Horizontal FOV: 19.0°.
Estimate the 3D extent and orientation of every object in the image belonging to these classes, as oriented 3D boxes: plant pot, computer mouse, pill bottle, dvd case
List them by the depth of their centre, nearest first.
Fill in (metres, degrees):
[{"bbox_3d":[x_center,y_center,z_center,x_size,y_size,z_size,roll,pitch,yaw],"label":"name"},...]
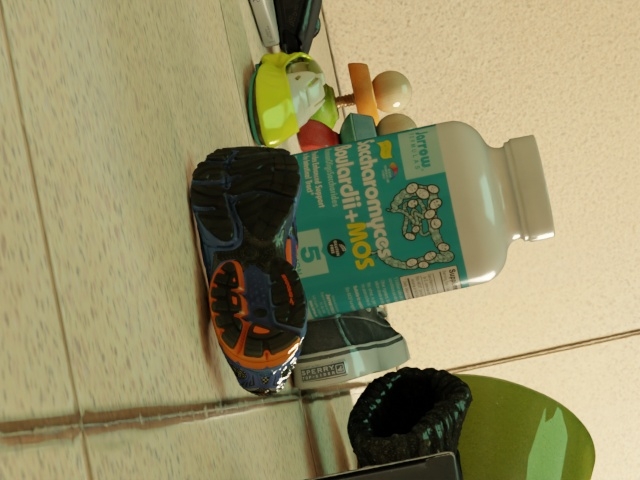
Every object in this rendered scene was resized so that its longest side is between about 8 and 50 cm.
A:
[{"bbox_3d":[0.065,-0.021,1.659,0.146,0.264,0.146,-12,90,-86],"label":"pill bottle"},{"bbox_3d":[0.156,0.345,2.112,0.274,0.275,0.293,74,21,-47],"label":"plant pot"},{"bbox_3d":[-0.091,-0.371,2.229,0.253,0.022,0.180,72,8,-55],"label":"dvd case"},{"bbox_3d":[-0.024,-0.303,2.393,0.188,0.072,0.272,123,-41,-88],"label":"computer mouse"}]

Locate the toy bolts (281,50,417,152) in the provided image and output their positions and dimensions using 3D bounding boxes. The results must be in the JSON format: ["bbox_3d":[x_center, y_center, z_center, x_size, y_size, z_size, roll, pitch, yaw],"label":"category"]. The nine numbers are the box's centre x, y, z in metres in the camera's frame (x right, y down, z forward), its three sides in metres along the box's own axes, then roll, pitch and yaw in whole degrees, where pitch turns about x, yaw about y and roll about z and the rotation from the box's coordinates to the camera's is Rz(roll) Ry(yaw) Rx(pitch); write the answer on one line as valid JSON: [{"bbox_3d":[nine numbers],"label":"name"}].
[{"bbox_3d":[0.044,-0.194,2.594,0.228,0.158,0.218,-98,174,-45],"label":"toy bolts"}]

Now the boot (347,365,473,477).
[{"bbox_3d":[0.095,0.298,1.801,0.348,0.131,0.260,-104,-168,-65],"label":"boot"}]

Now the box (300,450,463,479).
[{"bbox_3d":[0.038,0.231,1.352,0.207,0.153,0.108,61,18,-72],"label":"box"}]

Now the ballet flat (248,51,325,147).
[{"bbox_3d":[-0.033,-0.158,2.016,0.231,0.077,0.077,-88,166,-72],"label":"ballet flat"}]

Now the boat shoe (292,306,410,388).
[{"bbox_3d":[0.020,0.086,1.917,0.301,0.108,0.102,-1,81,-79],"label":"boat shoe"}]

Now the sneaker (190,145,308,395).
[{"bbox_3d":[-0.053,0.018,1.371,0.087,0.083,0.221,93,-3,-48],"label":"sneaker"}]
